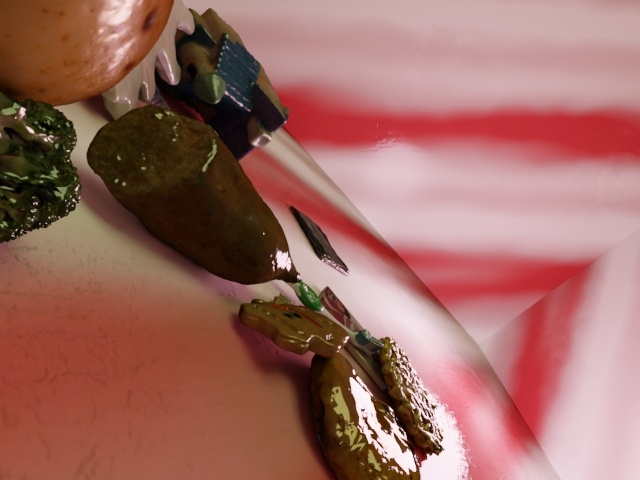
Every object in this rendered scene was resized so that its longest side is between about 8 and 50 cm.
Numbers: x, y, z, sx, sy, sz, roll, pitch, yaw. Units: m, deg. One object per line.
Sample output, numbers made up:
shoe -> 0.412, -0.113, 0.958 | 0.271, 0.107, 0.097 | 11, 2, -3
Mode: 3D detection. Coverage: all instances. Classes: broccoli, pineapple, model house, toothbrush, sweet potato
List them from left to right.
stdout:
broccoli -> -0.283, -0.066, 0.395 | 0.162, 0.138, 0.146 | -10, 64, -31
sweet potato -> -0.156, -0.035, 0.709 | 0.370, 0.157, 0.158 | 54, 7, -41
model house -> -0.239, -0.350, 1.187 | 0.312, 0.245, 0.280 | 26, 35, -61
pineapple -> -0.063, 0.119, 0.870 | 0.083, 0.019, 0.045 | 33, 23, -46
toothbrush -> -0.033, 0.107, 0.950 | 0.418, 0.040, 0.042 | 39, 34, -18

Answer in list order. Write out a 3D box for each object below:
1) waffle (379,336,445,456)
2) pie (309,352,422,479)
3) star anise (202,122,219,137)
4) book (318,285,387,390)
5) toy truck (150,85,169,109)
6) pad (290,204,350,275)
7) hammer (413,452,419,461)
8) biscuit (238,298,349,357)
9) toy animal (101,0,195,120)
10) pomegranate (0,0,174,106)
waffle -> 0.193, 0.327, 1.042 | 0.245, 0.052, 0.254 | 59, 13, -3
pie -> 0.064, 0.278, 0.737 | 0.273, 0.069, 0.273 | 51, 12, -15
star anise -> -0.225, -0.161, 0.939 | 0.272, 0.102, 0.272 | 50, 11, -13
book -> 0.074, 0.211, 1.082 | 0.232, 0.022, 0.162 | 49, 13, 0
toy truck -> -0.378, -0.338, 1.038 | 0.136, 0.063, 0.074 | 56, -7, 13
pad -> 0.001, 0.000, 1.466 | 0.174, 0.022, 0.233 | 35, 18, -49
hammer -> 0.151, 0.370, 0.903 | 0.110, 0.019, 0.035 | 55, 12, -3
biscuit -> -0.029, 0.131, 0.759 | 0.165, 0.036, 0.225 | 24, 3, 29
toy animal -> -0.378, -0.355, 0.884 | 0.188, 0.308, 0.266 | 12, -6, -2
pomegranate -> -0.327, -0.299, 0.427 | 0.410, 0.410, 0.410 | 47, 12, -13
